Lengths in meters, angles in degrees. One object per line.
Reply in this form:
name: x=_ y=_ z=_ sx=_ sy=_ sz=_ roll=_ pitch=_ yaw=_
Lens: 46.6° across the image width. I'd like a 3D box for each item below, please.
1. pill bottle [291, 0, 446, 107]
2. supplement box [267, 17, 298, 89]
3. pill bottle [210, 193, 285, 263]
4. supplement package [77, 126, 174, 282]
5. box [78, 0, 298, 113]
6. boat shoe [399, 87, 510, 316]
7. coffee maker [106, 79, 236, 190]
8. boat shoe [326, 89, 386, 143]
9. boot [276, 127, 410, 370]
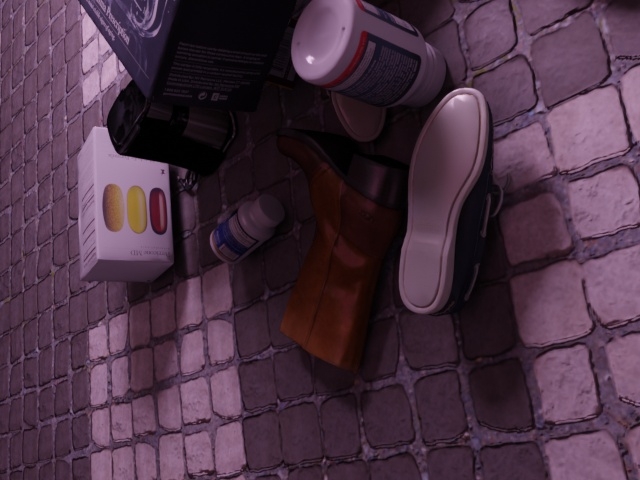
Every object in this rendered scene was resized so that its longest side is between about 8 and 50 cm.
pill bottle: x=0.064 y=-0.219 z=0.892 sx=0.107 sy=0.180 sz=0.108 roll=-11 pitch=74 yaw=46
supplement box: x=-0.109 y=-0.314 z=1.171 sx=0.188 sy=0.080 sz=0.104 roll=31 pitch=107 yaw=45
pill bottle: x=-0.109 y=-0.019 z=1.128 sx=0.120 sy=0.067 sz=0.067 roll=-37 pitch=57 yaw=37
supplement package: x=-0.351 y=-0.058 z=1.330 sx=0.134 sy=0.138 sz=0.244 roll=-33 pitch=60 yaw=55
box: x=-0.185 y=-0.407 z=1.047 sx=0.343 sy=0.178 sz=0.313 roll=51 pitch=127 yaw=36
boat shoe: x=0.155 y=-0.039 z=0.837 sx=0.095 sy=0.079 sz=0.255 roll=8 pitch=91 yaw=45
coffee maker: x=-0.253 y=-0.169 z=1.229 sx=0.120 sy=0.178 sz=0.171 roll=35 pitch=109 yaw=45
boat shoe: x=0.042 y=-0.219 z=1.023 sx=0.065 sy=0.075 sz=0.206 roll=90 pitch=165 yaw=-71
boot: x=0.000 y=0.000 z=1.018 sx=0.264 sy=0.096 sz=0.281 roll=29 pitch=111 yaw=38
